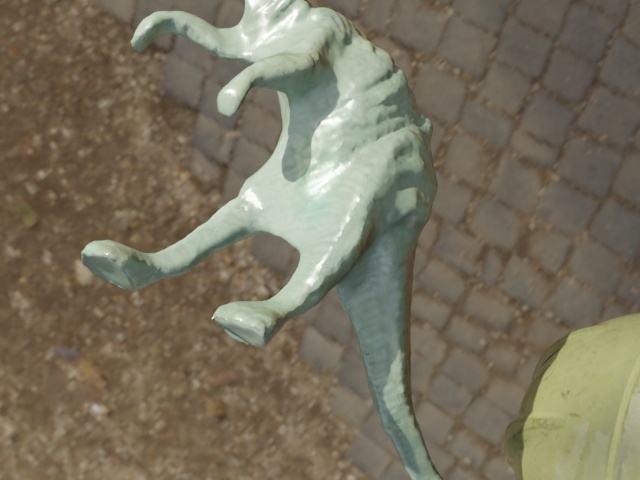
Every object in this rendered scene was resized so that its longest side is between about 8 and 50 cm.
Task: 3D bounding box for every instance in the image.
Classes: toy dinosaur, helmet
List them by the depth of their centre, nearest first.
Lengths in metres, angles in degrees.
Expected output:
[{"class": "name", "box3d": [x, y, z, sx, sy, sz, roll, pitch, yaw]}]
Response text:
[{"class": "toy dinosaur", "box3d": [0.000, 0.000, 0.747, 0.393, 0.205, 0.092, 54, 148, -5]}, {"class": "helmet", "box3d": [0.190, 0.140, 0.876, 0.137, 0.204, 0.257, 9, 141, 35]}]
